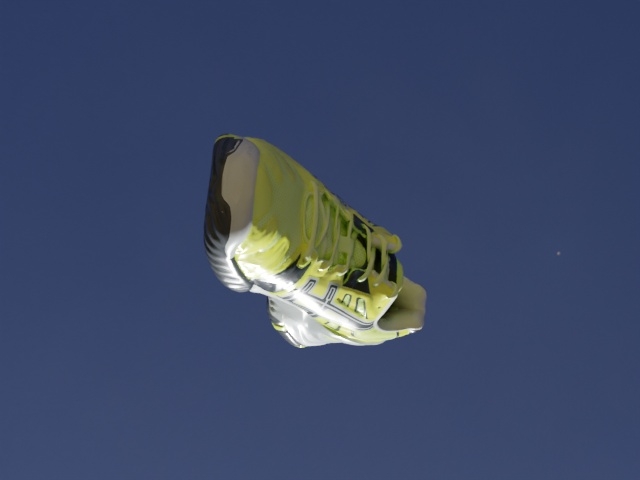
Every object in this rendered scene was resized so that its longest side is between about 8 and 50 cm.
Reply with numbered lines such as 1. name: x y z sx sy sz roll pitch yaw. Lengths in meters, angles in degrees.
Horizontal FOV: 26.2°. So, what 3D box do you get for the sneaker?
1. sneaker: 0.000 0.000 1.308 0.147 0.384 0.145 0 -108 18
